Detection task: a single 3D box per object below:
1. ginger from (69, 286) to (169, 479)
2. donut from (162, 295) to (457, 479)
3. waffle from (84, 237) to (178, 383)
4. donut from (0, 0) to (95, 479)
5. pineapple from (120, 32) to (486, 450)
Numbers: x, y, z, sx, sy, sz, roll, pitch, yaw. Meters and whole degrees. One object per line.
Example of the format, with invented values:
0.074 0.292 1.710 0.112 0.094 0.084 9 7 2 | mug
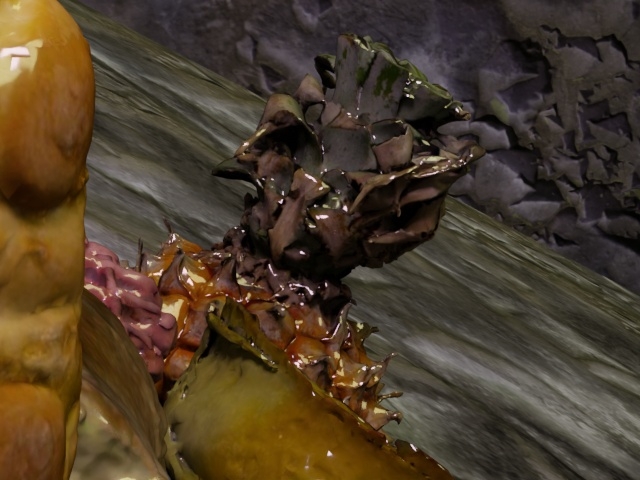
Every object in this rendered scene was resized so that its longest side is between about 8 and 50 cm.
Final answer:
-0.126 0.105 0.832 0.221 0.130 0.276 51 4 8 | ginger
0.020 0.151 0.994 0.272 0.107 0.272 42 -4 3 | donut
-0.191 0.032 1.086 0.221 0.055 0.234 34 22 22 | waffle
-0.186 0.026 0.506 0.150 0.317 0.299 8 -39 26 | donut
0.000 0.000 1.250 0.262 0.271 0.262 29 11 -6 | pineapple
